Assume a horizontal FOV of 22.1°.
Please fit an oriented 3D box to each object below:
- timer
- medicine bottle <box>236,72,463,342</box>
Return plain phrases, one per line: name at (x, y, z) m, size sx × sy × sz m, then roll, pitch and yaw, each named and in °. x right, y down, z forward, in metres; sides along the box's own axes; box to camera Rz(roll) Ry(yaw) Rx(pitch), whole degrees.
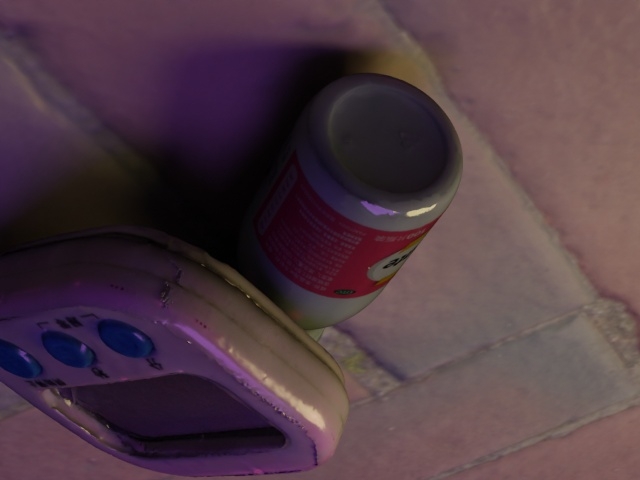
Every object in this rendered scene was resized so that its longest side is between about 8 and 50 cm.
timer at (-0.094, 0.066, 0.925) m, size 0.208 × 0.069 × 0.191 m, roll -11°, pitch 137°, yaw 44°
medicine bottle at (0.000, 0.000, 0.913) m, size 0.090 × 0.090 × 0.216 m, roll 1°, pitch 151°, yaw -21°
